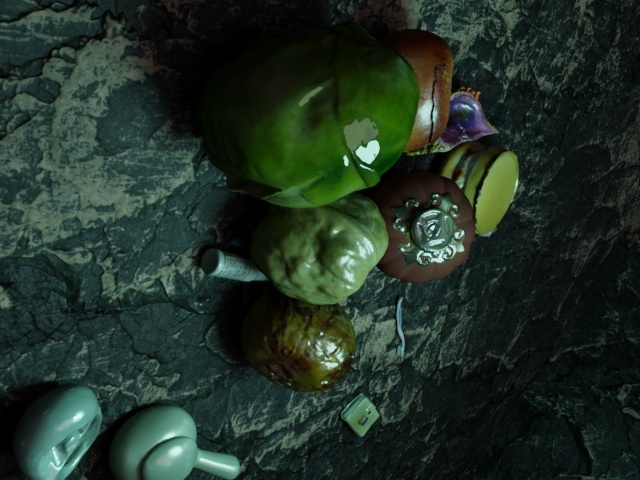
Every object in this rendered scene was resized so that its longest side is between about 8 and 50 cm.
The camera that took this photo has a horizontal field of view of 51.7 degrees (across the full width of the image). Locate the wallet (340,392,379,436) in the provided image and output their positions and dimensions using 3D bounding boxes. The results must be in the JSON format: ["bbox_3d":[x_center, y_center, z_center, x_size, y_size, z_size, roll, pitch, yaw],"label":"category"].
[{"bbox_3d":[0.131,0.573,2.174,0.110,0.039,0.155,-45,139,-13],"label":"wallet"}]

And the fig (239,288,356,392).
[{"bbox_3d":[-0.033,0.176,1.625,0.286,0.287,0.368,66,34,-45],"label":"fig"}]

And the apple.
[{"bbox_3d":[0.196,-0.346,1.520,0.271,0.207,0.251,84,14,-56],"label":"apple"}]

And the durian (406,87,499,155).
[{"bbox_3d":[0.312,-0.297,1.741,0.261,0.187,0.153,-22,86,-52],"label":"durian"}]

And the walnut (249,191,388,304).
[{"bbox_3d":[-0.001,0.002,1.473,0.281,0.277,0.253,-61,174,-2],"label":"walnut"}]

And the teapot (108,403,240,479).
[{"bbox_3d":[-0.328,0.483,1.532,0.318,0.149,0.219,-7,120,-44],"label":"teapot"}]

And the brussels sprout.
[{"bbox_3d":[0.000,-0.232,1.271,0.425,0.361,0.342,-30,130,-31],"label":"brussels sprout"}]

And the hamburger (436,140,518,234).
[{"bbox_3d":[0.433,-0.145,1.935,0.302,0.187,0.261,-56,144,-20],"label":"hamburger"}]

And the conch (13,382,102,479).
[{"bbox_3d":[-0.509,0.378,1.292,0.185,0.121,0.221,3,117,-50],"label":"conch"}]

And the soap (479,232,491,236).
[{"bbox_3d":[0.533,-0.072,2.193,0.100,0.056,0.149,-57,142,-8],"label":"soap"}]

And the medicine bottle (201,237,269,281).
[{"bbox_3d":[-0.171,0.047,1.507,0.221,0.061,0.092,16,81,-52],"label":"medicine bottle"}]

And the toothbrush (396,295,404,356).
[{"bbox_3d":[0.259,0.281,2.139,0.021,0.027,0.269,-71,160,-51],"label":"toothbrush"}]

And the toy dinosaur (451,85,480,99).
[{"bbox_3d":[0.411,-0.383,1.873,0.280,0.055,0.101,18,109,-52],"label":"toy dinosaur"}]

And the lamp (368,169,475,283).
[{"bbox_3d":[0.257,-0.036,1.744,0.304,0.257,0.302,-1,94,-9],"label":"lamp"}]
